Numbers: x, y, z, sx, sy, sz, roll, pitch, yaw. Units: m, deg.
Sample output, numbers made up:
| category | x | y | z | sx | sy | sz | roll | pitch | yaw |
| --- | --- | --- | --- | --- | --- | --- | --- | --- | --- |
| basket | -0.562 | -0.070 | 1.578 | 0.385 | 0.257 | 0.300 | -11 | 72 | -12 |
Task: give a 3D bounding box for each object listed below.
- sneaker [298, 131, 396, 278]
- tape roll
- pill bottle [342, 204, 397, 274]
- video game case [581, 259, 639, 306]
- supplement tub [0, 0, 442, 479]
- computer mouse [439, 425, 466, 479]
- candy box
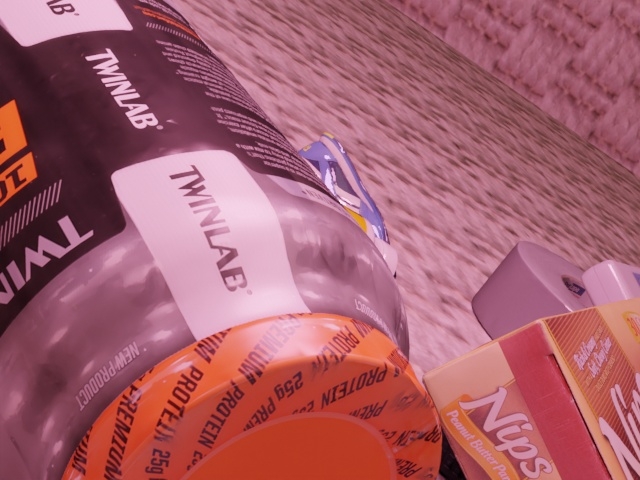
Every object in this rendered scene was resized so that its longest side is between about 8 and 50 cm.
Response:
| category | x | y | z | sx | sy | sz | roll | pitch | yaw |
| --- | --- | --- | --- | --- | --- | --- | --- | --- | --- |
| sneaker | 0.017 | -0.020 | 1.412 | 0.144 | 0.059 | 0.053 | 60 | -10 | 21 |
| tape roll | 0.247 | 0.095 | 1.551 | 0.219 | 0.072 | 0.219 | 34 | 14 | -10 |
| pill bottle | 0.000 | 0.000 | 1.267 | 0.116 | 0.065 | 0.065 | 30 | 16 | -29 |
| video game case | 0.357 | 0.166 | 1.449 | 0.329 | 0.036 | 0.300 | 12 | 50 | -60 |
| supplement tub | -0.088 | 0.016 | 0.737 | 0.193 | 0.193 | 0.316 | 24 | 18 | -42 |
| computer mouse | 0.069 | 0.103 | 1.155 | 0.242 | 0.041 | 0.071 | 45 | 17 | 31 |
| candy box | 0.184 | 0.140 | 1.095 | 0.183 | 0.087 | 0.316 | 65 | 20 | 9 |
